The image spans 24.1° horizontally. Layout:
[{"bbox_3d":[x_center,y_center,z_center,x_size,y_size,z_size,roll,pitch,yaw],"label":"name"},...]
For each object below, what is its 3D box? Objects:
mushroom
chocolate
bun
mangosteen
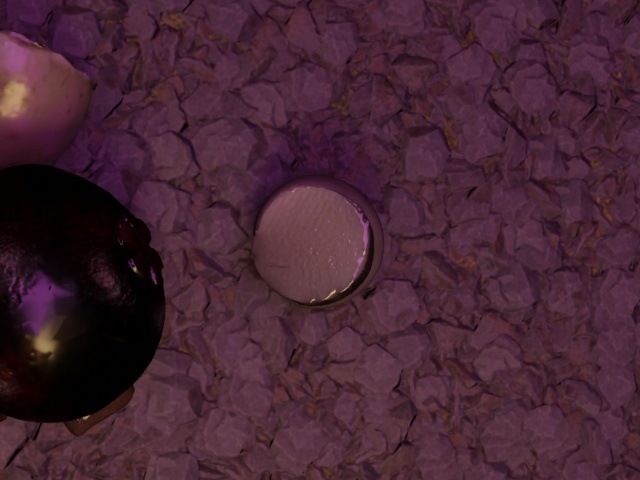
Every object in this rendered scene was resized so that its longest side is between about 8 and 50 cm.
[{"bbox_3d":[-0.404,-0.163,1.821,0.236,0.162,0.173,19,80,-11],"label":"mushroom"},{"bbox_3d":[-0.282,0.200,1.899,0.101,0.031,0.064,-29,99,-16],"label":"chocolate"},{"bbox_3d":[0.000,0.000,1.940,0.173,0.120,0.173,1,95,11],"label":"bun"},{"bbox_3d":[-0.355,0.074,1.771,0.347,0.307,0.307,-21,92,14],"label":"mangosteen"}]
